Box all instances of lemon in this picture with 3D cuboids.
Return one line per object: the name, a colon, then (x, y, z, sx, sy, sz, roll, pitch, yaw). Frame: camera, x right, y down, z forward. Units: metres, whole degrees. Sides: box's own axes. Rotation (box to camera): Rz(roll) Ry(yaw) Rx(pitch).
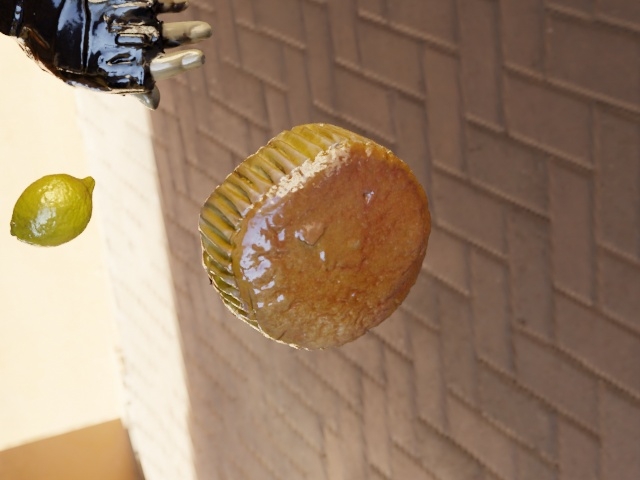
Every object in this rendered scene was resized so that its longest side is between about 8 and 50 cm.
lemon: (-0.240, -0.029, 1.235, 0.065, 0.092, 0.065, 43, 156, 25)

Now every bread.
bread: (-0.001, -0.001, 1.177, 0.104, 0.199, 0.199, -149, 51, -60)

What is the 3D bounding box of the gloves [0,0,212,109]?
gloves: (-0.203, -0.203, 1.294, 0.203, 0.124, 0.164, 20, 135, 27)
